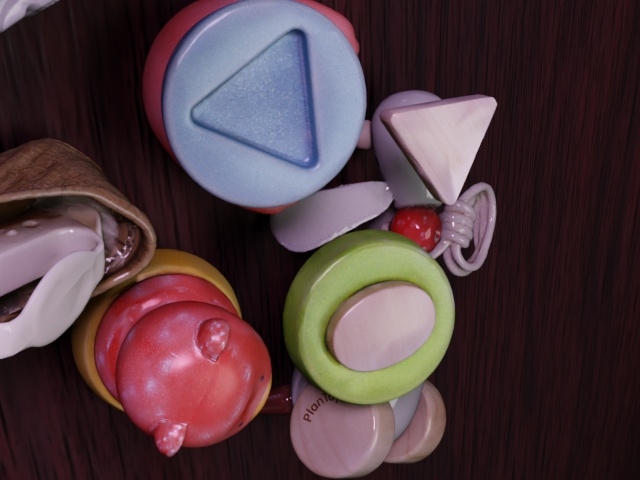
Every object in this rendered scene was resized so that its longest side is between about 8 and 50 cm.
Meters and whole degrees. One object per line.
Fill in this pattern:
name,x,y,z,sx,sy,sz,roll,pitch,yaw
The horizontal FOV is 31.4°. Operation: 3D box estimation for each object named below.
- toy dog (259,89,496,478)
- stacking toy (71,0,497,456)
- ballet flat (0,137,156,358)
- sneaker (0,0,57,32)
toy dog,0.025,0.047,0.986,0.220,0.161,0.333,54,47,-53
stacking toy,0.000,0.000,0.759,0.279,0.130,0.309,10,100,-22
ballet flat,-0.213,0.036,0.571,0.342,0.124,0.116,-26,130,-49
sneaker,-0.212,-0.118,0.535,0.281,0.105,0.115,-48,111,-25
